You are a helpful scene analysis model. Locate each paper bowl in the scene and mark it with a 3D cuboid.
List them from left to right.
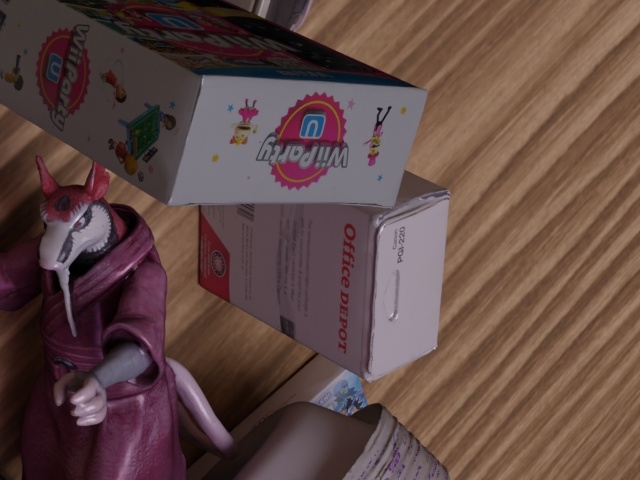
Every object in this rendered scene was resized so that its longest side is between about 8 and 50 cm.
[{"bbox_3d":[-0.034,0.254,1.660,0.148,0.284,0.284,46,73,-5],"label":"paper bowl"}]

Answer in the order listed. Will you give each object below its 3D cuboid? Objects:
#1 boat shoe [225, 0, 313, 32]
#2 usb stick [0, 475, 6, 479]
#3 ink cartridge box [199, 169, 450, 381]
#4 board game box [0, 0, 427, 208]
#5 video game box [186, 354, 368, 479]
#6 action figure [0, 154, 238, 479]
[{"bbox_3d":[-0.020,-0.299,1.535,0.095,0.112,0.335,-9,125,-63],"label":"boat shoe"},{"bbox_3d":[-0.309,0.202,1.556,0.077,0.045,0.278,-46,138,-7],"label":"usb stick"},{"bbox_3d":[0.000,0.000,1.627,0.092,0.218,0.159,-21,126,-38],"label":"ink cartridge box"},{"bbox_3d":[-0.110,-0.119,1.379,0.224,0.303,0.098,-1,114,-46],"label":"board game box"},{"bbox_3d":[-0.029,0.234,1.864,0.205,0.048,0.187,-40,137,-23],"label":"video game box"},{"bbox_3d":[-0.157,0.091,1.496,0.275,0.248,0.370,-24,130,-37],"label":"action figure"}]
